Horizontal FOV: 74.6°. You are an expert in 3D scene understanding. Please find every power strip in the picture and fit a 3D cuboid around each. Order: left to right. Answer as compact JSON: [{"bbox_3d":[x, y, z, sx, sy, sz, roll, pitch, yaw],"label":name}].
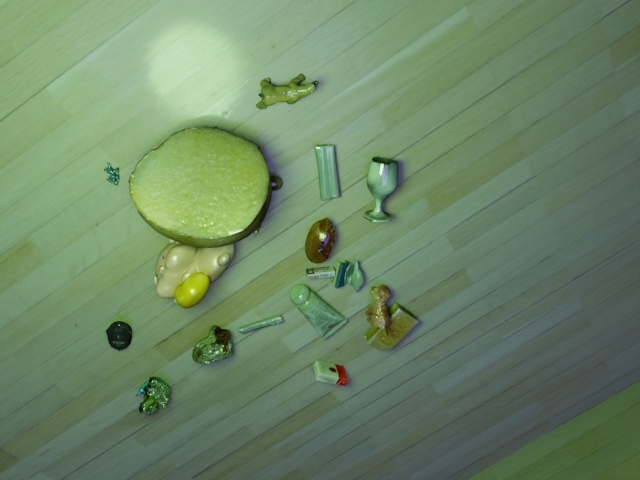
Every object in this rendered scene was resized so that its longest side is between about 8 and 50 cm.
[{"bbox_3d":[0.088,0.148,1.819,0.056,0.032,0.123,-16,126,-48],"label":"power strip"}]

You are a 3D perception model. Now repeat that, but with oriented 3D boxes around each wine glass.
[{"bbox_3d":[0.238,-0.199,1.646,0.126,0.126,0.241,-1,118,-11],"label":"wine glass"}]

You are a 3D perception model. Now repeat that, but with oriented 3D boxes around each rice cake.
[{"bbox_3d":[-0.267,0.374,1.868,0.207,0.033,0.033,-16,115,-3],"label":"rice cake"},{"bbox_3d":[0.028,-0.263,1.619,0.080,0.042,0.222,-10,116,-5],"label":"rice cake"}]

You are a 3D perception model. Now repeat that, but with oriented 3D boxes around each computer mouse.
[{"bbox_3d":[-0.836,0.390,1.751,0.099,0.057,0.172,8,125,-17],"label":"computer mouse"}]

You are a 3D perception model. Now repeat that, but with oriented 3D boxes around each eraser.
[{"bbox_3d":[-0.001,0.137,1.798,0.122,0.052,0.029,-6,118,-9],"label":"eraser"}]

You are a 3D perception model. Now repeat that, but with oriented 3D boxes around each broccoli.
[{"bbox_3d":[-0.745,0.694,1.857,0.167,0.160,0.154,-38,89,19],"label":"broccoli"}]

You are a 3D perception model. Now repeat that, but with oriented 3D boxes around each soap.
[{"bbox_3d":[0.335,0.418,1.988,0.140,0.073,0.232,35,105,-19],"label":"soap"}]

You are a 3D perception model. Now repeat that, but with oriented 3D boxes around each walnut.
[{"bbox_3d":[0.000,0.000,1.701,0.115,0.116,0.207,8,112,-15],"label":"walnut"}]

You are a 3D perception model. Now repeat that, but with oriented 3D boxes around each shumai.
[{"bbox_3d":[-0.468,0.442,1.810,0.184,0.184,0.142,-3,92,-10],"label":"shumai"}]

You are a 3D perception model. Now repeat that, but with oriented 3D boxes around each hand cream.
[{"bbox_3d":[-0.016,0.314,1.859,0.147,0.093,0.306,-39,118,2],"label":"hand cream"}]

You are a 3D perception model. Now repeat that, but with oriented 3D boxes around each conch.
[{"bbox_3d":[0.145,0.162,1.833,0.088,0.065,0.180,-9,122,3],"label":"conch"}]

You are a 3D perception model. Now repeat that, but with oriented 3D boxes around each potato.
[{"bbox_3d":[-0.394,-0.155,1.462,0.442,0.319,0.385,8,73,-6],"label":"potato"}]

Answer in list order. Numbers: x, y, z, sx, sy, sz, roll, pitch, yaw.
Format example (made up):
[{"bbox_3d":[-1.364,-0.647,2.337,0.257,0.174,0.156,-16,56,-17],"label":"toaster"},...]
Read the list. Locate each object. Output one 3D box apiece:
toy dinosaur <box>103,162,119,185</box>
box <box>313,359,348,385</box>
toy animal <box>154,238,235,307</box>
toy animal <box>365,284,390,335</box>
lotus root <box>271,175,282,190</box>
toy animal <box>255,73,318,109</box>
[{"bbox_3d":[-0.737,-0.233,1.484,0.047,0.030,0.083,0,115,-14],"label":"toy dinosaur"},{"bbox_3d":[0.048,0.637,2.019,0.152,0.100,0.048,20,112,-19],"label":"box"},{"bbox_3d":[-0.497,0.092,1.570,0.247,0.277,0.345,39,106,-11],"label":"toy animal"},{"bbox_3d":[0.278,0.300,1.860,0.104,0.184,0.185,5,114,-21],"label":"toy animal"},{"bbox_3d":[-0.193,-0.216,1.593,0.099,0.049,0.054,0,117,-5],"label":"lotus root"},{"bbox_3d":[-0.117,-0.507,1.439,0.218,0.101,0.103,-10,115,-7],"label":"toy animal"}]
